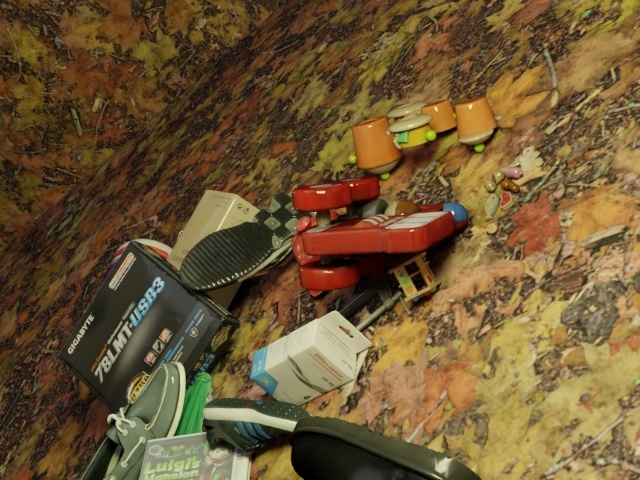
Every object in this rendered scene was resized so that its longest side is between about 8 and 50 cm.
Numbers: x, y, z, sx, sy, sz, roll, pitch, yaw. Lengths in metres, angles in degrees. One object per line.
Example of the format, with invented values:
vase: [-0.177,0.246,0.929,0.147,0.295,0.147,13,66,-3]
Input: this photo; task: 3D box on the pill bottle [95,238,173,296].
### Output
pill bottle: [-0.428,0.159,2.059,0.182,0.181,0.322,-29,31,32]

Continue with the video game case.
video game case: [-0.210,0.390,1.500,0.191,0.022,0.173,-10,35,8]

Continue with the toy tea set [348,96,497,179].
toy tea set: [0.200,-0.192,1.752,0.200,0.124,0.336,-23,15,-22]

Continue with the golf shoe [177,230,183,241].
golf shoe: [-0.304,-0.008,2.214,0.077,0.094,0.198,-43,25,10]

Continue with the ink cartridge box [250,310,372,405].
ink cartridge box: [-0.015,0.199,1.482,0.180,0.104,0.060,-31,30,29]

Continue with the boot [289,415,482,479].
boot: [0.024,0.373,1.150,0.348,0.131,0.260,-1,51,55]

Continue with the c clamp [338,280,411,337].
c clamp: [0.076,0.127,1.542,0.161,0.022,0.137,-38,28,15]

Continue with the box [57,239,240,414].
box: [-0.349,0.196,1.802,0.293,0.073,0.295,36,94,28]

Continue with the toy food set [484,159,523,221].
toy food set: [0.306,-0.091,1.512,0.078,0.019,0.122,-27,32,33]

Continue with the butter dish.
butter dish: [0.000,0.000,1.724,0.160,0.118,0.160,-43,26,8]

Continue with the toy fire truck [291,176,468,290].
toy fire truck: [0.107,-0.019,1.508,0.254,0.169,0.302,-1,9,26]

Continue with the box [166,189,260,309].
box: [-0.246,0.056,1.947,0.148,0.121,0.311,10,69,54]

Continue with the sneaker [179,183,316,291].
sneaker: [-0.131,0.028,1.814,0.331,0.146,0.122,-31,63,-23]

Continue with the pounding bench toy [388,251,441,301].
pounding bench toy: [0.163,0.059,1.475,0.052,0.065,0.083,-30,-4,30]

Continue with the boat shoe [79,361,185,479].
boat shoe: [-0.346,0.360,1.642,0.319,0.099,0.116,-63,31,6]

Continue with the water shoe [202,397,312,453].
water shoe: [-0.100,0.310,1.490,0.203,0.080,0.073,3,12,27]

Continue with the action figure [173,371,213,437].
action figure: [-0.237,0.340,1.658,0.137,0.063,0.232,-28,36,37]
